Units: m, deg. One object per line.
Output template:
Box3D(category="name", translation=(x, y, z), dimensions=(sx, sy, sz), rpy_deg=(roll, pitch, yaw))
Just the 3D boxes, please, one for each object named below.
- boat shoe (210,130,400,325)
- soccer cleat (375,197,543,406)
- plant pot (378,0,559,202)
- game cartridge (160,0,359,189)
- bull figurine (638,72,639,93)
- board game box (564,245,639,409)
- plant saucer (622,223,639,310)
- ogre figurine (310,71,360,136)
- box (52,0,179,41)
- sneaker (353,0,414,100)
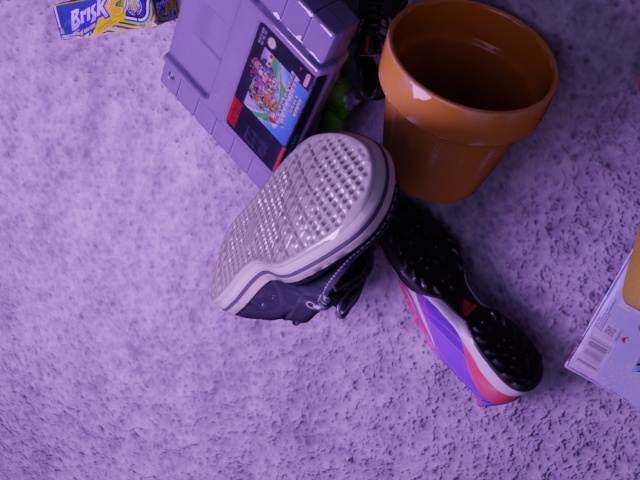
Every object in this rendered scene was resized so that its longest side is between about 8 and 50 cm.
Box3D(category="boat shoe", translation=(0.000, 0.000, 1.585), dimensions=(0.156, 0.187, 0.500), rpy_deg=(18, 158, -15))
Box3D(category="soccer cleat", translation=(0.157, 0.085, 1.668), dimensions=(0.318, 0.108, 0.116), rpy_deg=(51, 142, 3))
Box3D(category="plant pot", translation=(0.156, -0.153, 1.516), dimensions=(0.205, 0.205, 0.188), rpy_deg=(32, 138, 13))
Box3D(category="game cartridge", translation=(-0.087, -0.227, 1.563), dimensions=(0.230, 0.068, 0.355), rpy_deg=(51, 150, 13))
Box3D(category="bull figurine", translation=(0.484, -0.229, 1.350), dimensions=(0.188, 0.101, 0.310), rpy_deg=(41, 127, 2))
Box3D(category="board game box", translation=(0.503, 0.102, 1.505), dimensions=(0.318, 0.066, 0.318), rpy_deg=(31, 122, 13))
Box3D(category="plant saucer", translation=(0.509, -0.005, 1.348), dimensions=(0.333, 0.081, 0.332), rpy_deg=(17, 122, 17))
Box3D(category="ogre figurine", translation=(-0.023, -0.208, 1.638), dimensions=(0.118, 0.097, 0.197), rpy_deg=(-29, 84, 46))
Box3D(category="box", translation=(-0.284, -0.316, 1.751), dimensions=(0.169, 0.059, 0.054), rpy_deg=(-4, 107, 29))
Box3D(category="sneaker", translation=(0.074, -0.256, 1.574), dimensions=(0.072, 0.077, 0.178), rpy_deg=(1, 111, 26))
